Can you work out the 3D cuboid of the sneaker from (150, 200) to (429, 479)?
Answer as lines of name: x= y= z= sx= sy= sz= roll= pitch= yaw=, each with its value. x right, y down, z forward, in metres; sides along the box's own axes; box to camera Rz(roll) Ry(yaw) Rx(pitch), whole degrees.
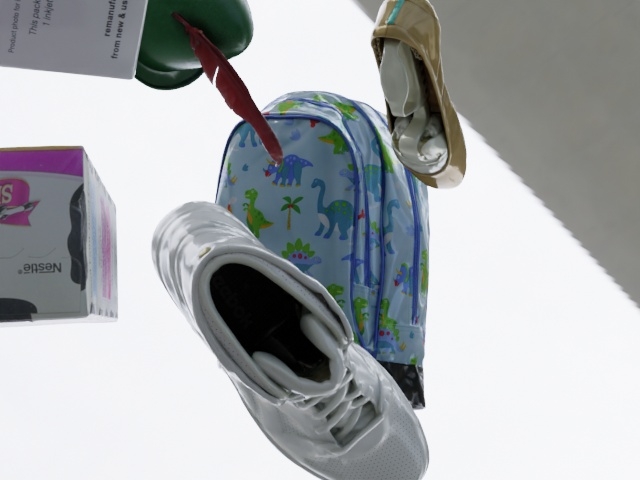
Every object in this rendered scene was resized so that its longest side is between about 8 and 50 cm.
sneaker: x=-0.007 y=0.106 z=0.953 sx=0.292 sy=0.108 sz=0.169 roll=48 pitch=-4 yaw=-19

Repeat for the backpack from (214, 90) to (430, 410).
backpack: x=0.000 y=0.000 z=1.594 sx=0.290 sy=0.356 sz=0.273 roll=7 pitch=-15 yaw=39

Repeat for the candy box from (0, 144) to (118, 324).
candy box: x=-0.177 y=0.006 z=0.612 sx=0.159 sy=0.233 sz=0.071 roll=-2 pitch=-93 yaw=-7

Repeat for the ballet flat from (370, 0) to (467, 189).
ballet flat: x=0.086 y=-0.125 z=1.270 sx=0.080 sy=0.073 sz=0.232 roll=6 pitch=-47 yaw=28

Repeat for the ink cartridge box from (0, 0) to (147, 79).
ink cartridge box: x=-0.256 y=-0.215 z=0.816 sx=0.289 sy=0.211 sz=0.122 roll=4 pitch=-52 yaw=-17

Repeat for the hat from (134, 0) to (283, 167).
hat: x=-0.084 y=-0.215 z=1.281 sx=0.183 sy=0.173 sz=0.208 roll=13 pitch=-46 yaw=40
